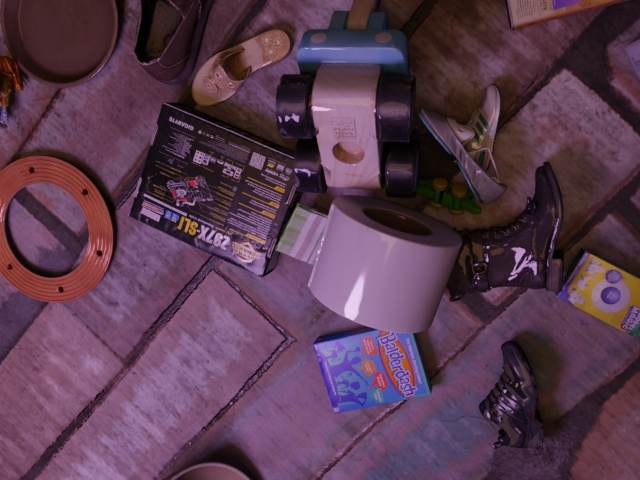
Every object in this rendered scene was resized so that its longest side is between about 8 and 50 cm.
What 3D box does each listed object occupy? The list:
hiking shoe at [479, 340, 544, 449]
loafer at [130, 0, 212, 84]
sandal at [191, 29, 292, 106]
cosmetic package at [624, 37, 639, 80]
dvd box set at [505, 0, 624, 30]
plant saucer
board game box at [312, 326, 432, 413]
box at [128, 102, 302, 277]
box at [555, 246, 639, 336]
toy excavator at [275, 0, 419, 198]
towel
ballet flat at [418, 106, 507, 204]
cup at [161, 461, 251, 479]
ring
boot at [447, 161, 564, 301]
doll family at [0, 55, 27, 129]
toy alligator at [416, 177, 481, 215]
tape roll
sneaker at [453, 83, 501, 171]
[{"bbox_3d":[0.364,0.308,1.244,0.114,0.086,0.227,-11,99,12],"label":"hiking shoe"},{"bbox_3d":[-0.276,-0.484,1.224,0.134,0.130,0.366,14,103,11],"label":"loafer"},{"bbox_3d":[-0.171,-0.344,1.252,0.240,0.079,0.088,-26,94,17],"label":"sandal"},{"bbox_3d":[0.715,-0.204,0.934,0.327,0.329,0.393,-25,93,17],"label":"cosmetic package"},{"bbox_3d":[0.503,-0.558,1.058,0.420,0.062,0.307,-11,98,16],"label":"dvd box set"},{"bbox_3d":[-0.542,-0.462,1.341,0.278,0.041,0.278,3,101,14],"label":"plant saucer"},{"bbox_3d":[0.108,0.258,1.317,0.210,0.047,0.160,-16,96,15],"label":"board game box"},{"bbox_3d":[-0.208,-0.107,1.309,0.322,0.079,0.257,23,107,8],"label":"box"},{"bbox_3d":[0.544,0.101,1.185,0.179,0.043,0.105,27,106,6],"label":"box"},{"bbox_3d":[0.072,-0.356,1.131,0.222,0.445,0.433,3,145,12],"label":"toy excavator"},{"bbox_3d":[0.000,0.000,1.274,0.152,0.023,0.113,21,106,-18],"label":"towel"},{"bbox_3d":[0.260,-0.164,1.143,0.068,0.072,0.213,-34,97,19],"label":"ballet flat"},{"bbox_3d":[-0.305,0.660,1.384,0.237,0.331,0.331,-22,95,43],"label":"cup"},{"bbox_3d":[-0.616,-0.024,1.448,0.337,0.032,0.336,2,101,12],"label":"ring"},{"bbox_3d":[0.333,-0.012,1.194,0.229,0.091,0.263,0,93,22],"label":"boot"},{"bbox_3d":[-0.732,-0.347,1.386,0.263,0.118,0.163,29,113,25],"label":"doll family"},{"bbox_3d":[0.226,-0.097,1.219,0.190,0.051,0.056,23,137,26],"label":"toy alligator"},{"bbox_3d":[0.116,0.038,1.166,0.246,0.246,0.169,19,108,9],"label":"tape roll"},{"bbox_3d":[0.286,-0.209,1.178,0.075,0.057,0.161,8,105,6],"label":"sneaker"}]
